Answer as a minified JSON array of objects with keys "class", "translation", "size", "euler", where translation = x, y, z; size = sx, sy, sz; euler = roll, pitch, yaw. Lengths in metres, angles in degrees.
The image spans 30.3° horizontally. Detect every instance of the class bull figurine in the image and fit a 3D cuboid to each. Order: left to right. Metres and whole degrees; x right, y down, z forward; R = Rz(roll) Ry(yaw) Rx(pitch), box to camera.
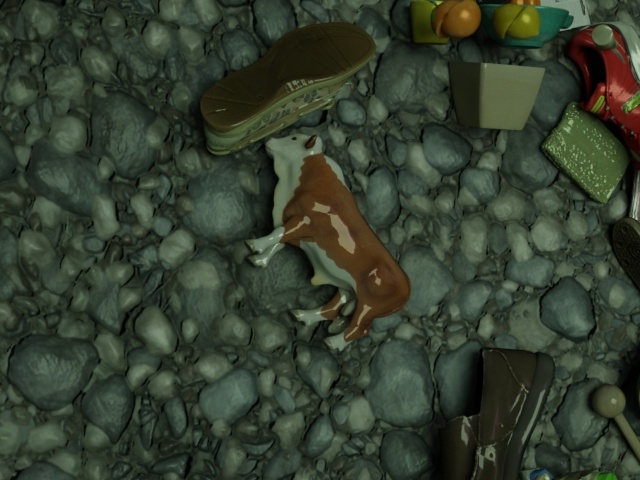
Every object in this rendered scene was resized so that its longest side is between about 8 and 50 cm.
[{"class":"bull figurine","translation":[0.000,0.000,1.660],"size":[0.188,0.101,0.310],"euler":[-41,100,-15]}]

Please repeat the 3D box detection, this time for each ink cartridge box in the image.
[{"class":"ink cartridge box","translation":[0.365,-0.357,1.863],"size":[0.115,0.029,0.063],"euler":[-14,92,-23]}]

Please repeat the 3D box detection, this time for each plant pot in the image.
[{"class":"plant pot","translation":[0.260,-0.216,1.777],"size":[0.109,0.109,0.096],"euler":[1,99,-22]}]

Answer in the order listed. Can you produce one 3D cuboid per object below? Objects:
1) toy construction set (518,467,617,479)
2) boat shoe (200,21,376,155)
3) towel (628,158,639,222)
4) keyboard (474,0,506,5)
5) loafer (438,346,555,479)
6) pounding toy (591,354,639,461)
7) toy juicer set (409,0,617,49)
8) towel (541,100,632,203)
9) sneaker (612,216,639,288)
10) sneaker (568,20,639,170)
[{"class":"toy construction set","translation":[0.389,0.481,1.759],"size":[0.215,0.151,0.328],"euler":[-14,101,-46]},{"class":"boat shoe","translation":[-0.048,-0.217,1.666],"size":[0.285,0.089,0.105],"euler":[-29,64,-21]},{"class":"towel","translation":[0.591,-0.074,1.939],"size":[0.197,0.029,0.144],"euler":[10,81,-21]},{"class":"keyboard","translation":[0.306,-0.434,1.848],"size":[0.180,0.023,0.108],"euler":[-19,100,-22]},{"class":"loafer","translation":[0.225,0.316,1.731],"size":[0.130,0.134,0.366],"euler":[23,67,4]},{"class":"pounding toy","translation":[0.553,0.222,1.881],"size":[0.237,0.110,0.183],"euler":[-38,114,10]},{"class":"toy juicer set","translation":[0.301,-0.325,1.704],"size":[0.328,0.209,0.090],"euler":[3,95,-5]},{"class":"towel","translation":[0.423,-0.138,1.874],"size":[0.148,0.027,0.110],"euler":[39,75,-16]},{"class":"sneaker","translation":[0.532,0.033,1.898],"size":[0.071,0.066,0.188],"euler":[-41,108,-36]},{"class":"sneaker","translation":[0.465,-0.206,1.848],"size":[0.118,0.107,0.279],"euler":[-17,77,-24]}]
